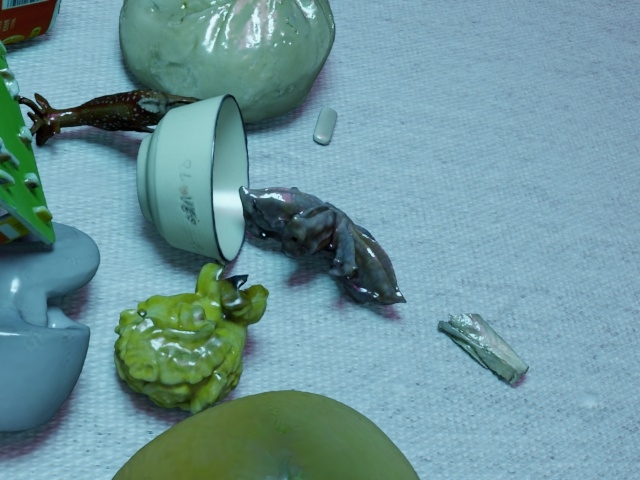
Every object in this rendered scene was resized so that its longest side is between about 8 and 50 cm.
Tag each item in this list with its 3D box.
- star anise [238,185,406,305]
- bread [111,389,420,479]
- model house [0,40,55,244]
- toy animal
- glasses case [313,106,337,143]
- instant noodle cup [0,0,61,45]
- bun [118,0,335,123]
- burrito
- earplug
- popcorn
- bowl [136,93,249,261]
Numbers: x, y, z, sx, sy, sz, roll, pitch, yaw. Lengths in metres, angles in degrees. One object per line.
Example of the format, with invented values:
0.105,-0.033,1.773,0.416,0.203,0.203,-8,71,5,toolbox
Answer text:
-0.004,-0.002,1.294,0.257,0.111,0.198,26,17,-35,star anise
-0.027,0.346,0.909,0.348,0.253,0.376,-6,49,-23,bread
-0.505,-0.082,1.058,0.323,0.340,0.300,-21,69,-2,model house
-0.320,-0.191,1.292,0.260,0.243,0.087,-2,80,-55,toy animal
0.008,-0.199,1.521,0.032,0.021,0.083,20,50,-7,glasses case
-0.569,-0.397,1.308,0.308,0.294,0.294,-23,65,-42,instant noodle cup
-0.146,-0.352,1.447,0.362,0.234,0.326,-4,61,-16,bun
0.249,0.157,1.330,0.149,0.041,0.055,40,64,11,burrito
-0.378,0.080,1.074,0.214,0.175,0.326,1,45,-17,earplug
-0.169,0.121,1.135,0.168,0.173,0.195,14,57,18,popcorn
-0.182,-0.088,1.243,0.126,0.238,0.238,1,51,5,bowl
